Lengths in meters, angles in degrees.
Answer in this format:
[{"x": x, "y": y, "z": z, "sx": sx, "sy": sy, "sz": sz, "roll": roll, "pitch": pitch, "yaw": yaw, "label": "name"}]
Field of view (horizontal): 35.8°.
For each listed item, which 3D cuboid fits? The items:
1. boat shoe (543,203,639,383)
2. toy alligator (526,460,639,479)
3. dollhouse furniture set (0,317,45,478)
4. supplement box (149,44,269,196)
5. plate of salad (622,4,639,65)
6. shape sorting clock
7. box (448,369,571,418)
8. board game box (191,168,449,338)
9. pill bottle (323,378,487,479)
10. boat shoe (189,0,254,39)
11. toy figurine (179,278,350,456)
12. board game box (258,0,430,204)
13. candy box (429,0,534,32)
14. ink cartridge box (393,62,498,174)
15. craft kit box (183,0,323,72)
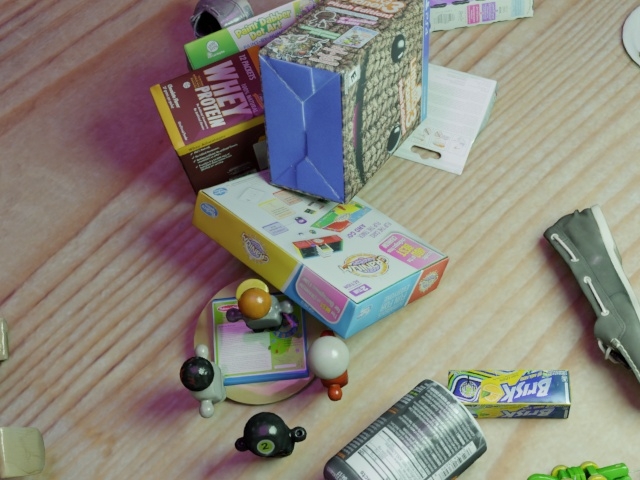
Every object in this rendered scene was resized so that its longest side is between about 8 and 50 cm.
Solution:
[{"x": 0.413, "y": 0.097, "z": 1.432, "sx": 0.095, "sy": 0.112, "sz": 0.335, "roll": -23, "pitch": 50, "yaw": 16, "label": "boat shoe"}, {"x": 0.373, "y": 0.327, "z": 1.324, "sx": 0.190, "sy": 0.056, "sz": 0.051, "roll": -8, "pitch": 100, "yaw": 3, "label": "toy alligator"}, {"x": -0.578, "y": 0.304, "z": 1.437, "sx": 0.362, "sy": 0.256, "sz": 0.394, "roll": -9, "pitch": 79, "yaw": 5, "label": "dollhouse furniture set"}, {"x": -0.151, "y": -0.186, "z": 1.629, "sx": 0.191, "sy": 0.194, "sz": 0.129, "roll": -23, "pitch": 65, "yaw": -5, "label": "supplement box"}, {"x": 0.624, "y": -0.358, "z": 1.703, "sx": 0.200, "sy": 0.048, "sz": 0.200, "roll": -4, "pitch": 58, "yaw": 6, "label": "plate of salad"}, {"x": -0.091, "y": 0.150, "z": 1.511, "sx": 0.206, "sy": 0.040, "sz": 0.206, "roll": -2, "pitch": 71, "yaw": 6, "label": "shape sorting clock"}, {"x": 0.266, "y": 0.217, "z": 1.400, "sx": 0.169, "sy": 0.059, "sz": 0.054, "roll": -2, "pitch": 59, "yaw": 9, "label": "box"}, {"x": 0.000, "y": 0.000, "z": 1.503, "sx": 0.316, "sy": 0.064, "sz": 0.242, "roll": 36, "pitch": 35, "yaw": 26, "label": "board game box"}, {"x": 0.094, "y": 0.309, "z": 1.331, "sx": 0.246, "sy": 0.130, "sz": 0.130, "roll": -37, "pitch": 60, "yaw": -13, "label": "pill bottle"}, {"x": -0.196, "y": -0.401, "z": 1.793, "sx": 0.081, "sy": 0.079, "sz": 0.227, "roll": -30, "pitch": 23, "yaw": -19, "label": "boat shoe"}, {"x": -0.078, "y": 0.185, "z": 1.396, "sx": 0.209, "sy": 0.148, "sz": 0.213, "roll": 39, "pitch": 81, "yaw": 16, "label": "toy figurine"}, {"x": 0.045, "y": -0.237, "z": 1.534, "sx": 0.141, "sy": 0.232, "sz": 0.291, "roll": 17, "pitch": 43, "yaw": 24, "label": "board game box"}, {"x": 0.281, "y": -0.476, "z": 1.819, "sx": 0.196, "sy": 0.070, "sz": 0.165, "roll": -8, "pitch": 58, "yaw": 5, "label": "candy box"}, {"x": 0.208, "y": -0.205, "z": 1.694, "sx": 0.145, "sy": 0.045, "sz": 0.179, "roll": 19, "pitch": 82, "yaw": 19, "label": "ink cartridge box"}, {"x": -0.110, "y": -0.342, "z": 1.710, "sx": 0.250, "sy": 0.246, "sz": 0.061, "roll": -23, "pitch": 92, "yaw": -4, "label": "craft kit box"}]
